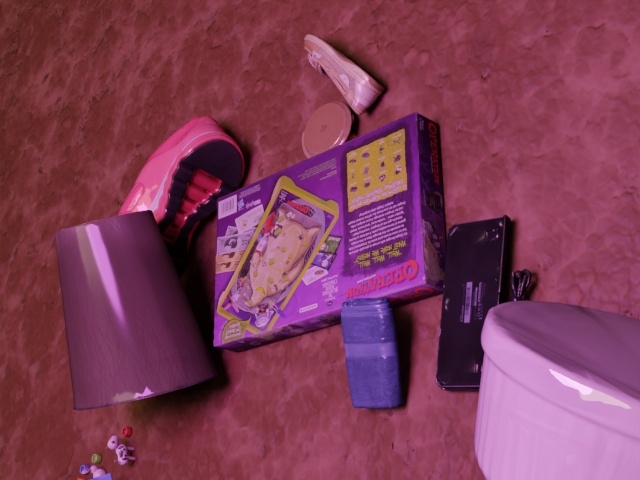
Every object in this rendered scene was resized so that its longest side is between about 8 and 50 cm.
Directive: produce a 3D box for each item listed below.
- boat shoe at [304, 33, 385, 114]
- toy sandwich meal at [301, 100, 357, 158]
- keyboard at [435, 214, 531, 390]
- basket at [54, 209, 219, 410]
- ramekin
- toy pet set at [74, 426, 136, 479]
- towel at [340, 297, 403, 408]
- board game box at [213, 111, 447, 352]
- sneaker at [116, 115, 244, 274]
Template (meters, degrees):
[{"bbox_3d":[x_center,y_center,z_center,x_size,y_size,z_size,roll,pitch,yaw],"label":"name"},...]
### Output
[{"bbox_3d":[0.020,-0.210,1.303,0.153,0.056,0.048,44,103,37],"label":"boat shoe"},{"bbox_3d":[0.012,-0.133,1.302,0.086,0.029,0.085,-19,60,36],"label":"toy sandwich meal"},{"bbox_3d":[0.170,0.064,1.068,0.108,0.023,0.180,-9,70,47],"label":"keyboard"},{"bbox_3d":[-0.252,0.085,1.336,0.204,0.154,0.226,-15,90,24],"label":"basket"},{"bbox_3d":[0.244,0.150,0.794,0.273,0.273,0.127,27,107,47],"label":"ramekin"},{"bbox_3d":[-0.312,0.329,1.437,0.122,0.065,0.114,-44,48,27],"label":"toy pet set"},{"bbox_3d":[0.058,0.122,1.132,0.067,0.029,0.119,-4,93,40],"label":"towel"},{"bbox_3d":[0.000,0.000,1.252,0.347,0.056,0.208,-19,58,41],"label":"board game box"},{"bbox_3d":[-0.225,-0.045,1.475,0.314,0.116,0.136,-48,35,16],"label":"sneaker"}]
